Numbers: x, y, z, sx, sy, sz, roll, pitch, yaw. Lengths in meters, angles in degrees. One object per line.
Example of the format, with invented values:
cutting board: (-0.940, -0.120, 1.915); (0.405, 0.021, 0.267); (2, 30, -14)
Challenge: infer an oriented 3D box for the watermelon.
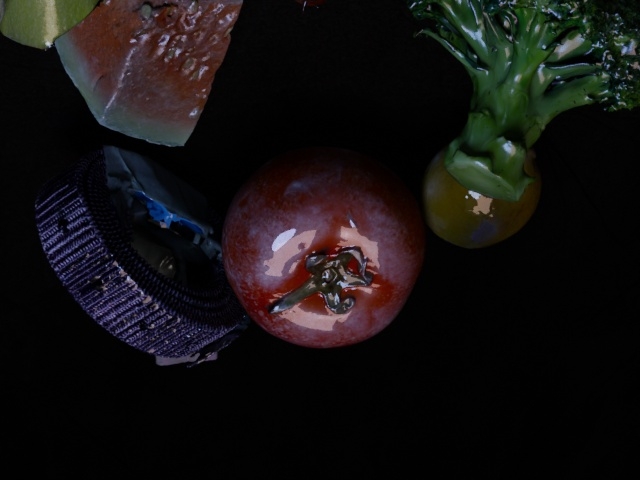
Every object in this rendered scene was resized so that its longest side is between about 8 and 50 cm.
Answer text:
watermelon: (-0.184, -0.250, 1.626); (0.192, 0.140, 0.256); (18, 133, -34)

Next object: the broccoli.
broccoli: (0.217, -0.204, 1.522); (0.297, 0.297, 0.297); (21, 168, 5)

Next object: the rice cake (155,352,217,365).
rice cake: (-0.203, 0.090, 2.113); (0.106, 0.050, 0.298); (1, 142, -2)

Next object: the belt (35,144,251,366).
belt: (-0.229, 0.014, 1.840); (0.122, 0.260, 0.325); (-31, 132, 27)

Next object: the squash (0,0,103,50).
squash: (-0.283, -0.357, 1.486); (0.137, 0.137, 0.288); (4, 130, -5)

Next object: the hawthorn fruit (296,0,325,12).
hawthorn fruit: (-0.008, -0.298, 1.559); (0.081, 0.093, 0.081); (0, 145, 0)

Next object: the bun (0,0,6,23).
bun: (-0.423, -0.307, 1.487); (0.229, 0.145, 0.229); (24, 154, 13)

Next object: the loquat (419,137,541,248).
loquat: (0.211, -0.069, 1.829); (0.152, 0.152, 0.195); (15, 133, -19)

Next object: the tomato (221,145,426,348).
tomato: (0.000, 0.000, 1.848); (0.270, 0.227, 0.270); (-3, 121, -6)
